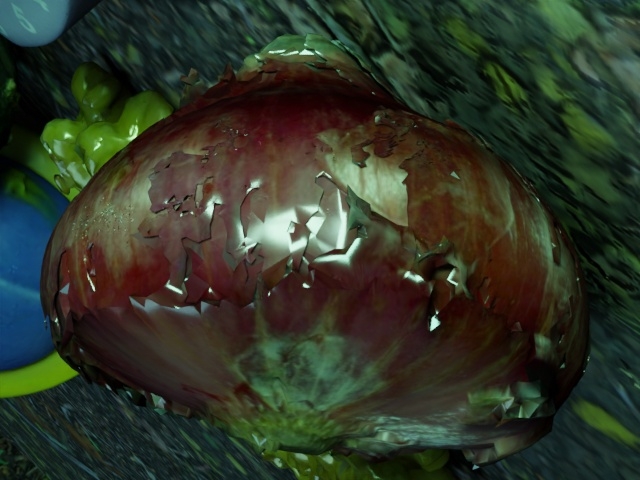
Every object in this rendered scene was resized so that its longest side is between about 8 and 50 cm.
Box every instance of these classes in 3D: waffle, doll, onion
[{"bbox_3d":[-0.034,0.055,0.960,0.260,0.069,0.293,41,165,23],"label":"waffle"},{"bbox_3d":[-0.247,-0.023,1.144,0.311,0.159,0.242,20,-165,-8],"label":"doll"},{"bbox_3d":[0.000,0.000,0.629,0.184,0.147,0.184,2,167,0],"label":"onion"}]

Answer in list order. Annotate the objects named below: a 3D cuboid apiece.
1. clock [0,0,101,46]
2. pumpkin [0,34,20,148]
[{"bbox_3d":[-0.127,-0.148,0.692,0.198,0.064,0.172,33,159,42],"label":"clock"},{"bbox_3d":[-0.252,-0.075,0.987,0.190,0.190,0.146,21,148,58],"label":"pumpkin"}]
